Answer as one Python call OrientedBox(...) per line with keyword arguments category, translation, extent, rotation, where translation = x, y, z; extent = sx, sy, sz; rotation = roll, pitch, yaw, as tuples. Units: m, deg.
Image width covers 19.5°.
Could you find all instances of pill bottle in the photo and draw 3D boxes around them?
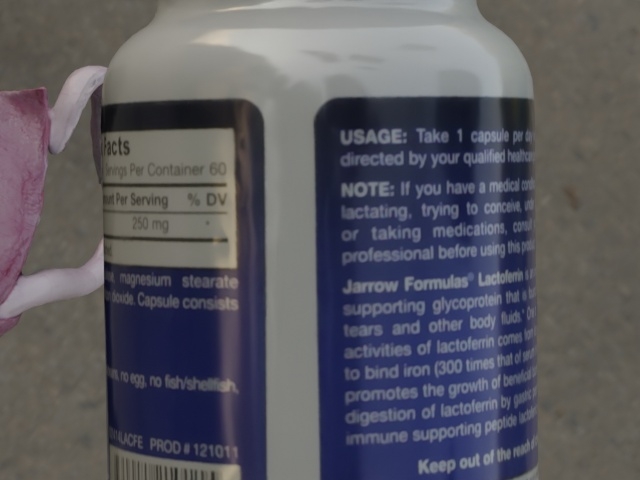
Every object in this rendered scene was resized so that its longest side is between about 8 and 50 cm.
OrientedBox(category="pill bottle", translation=(0.000, 0.000, 0.653), extent=(0.153, 0.153, 0.264), rotation=(-2, 93, -36))

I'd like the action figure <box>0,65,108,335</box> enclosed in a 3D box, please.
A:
OrientedBox(category="action figure", translation=(-0.211, 0.070, 0.961), extent=(0.276, 0.248, 0.370), rotation=(-9, 20, -9))
